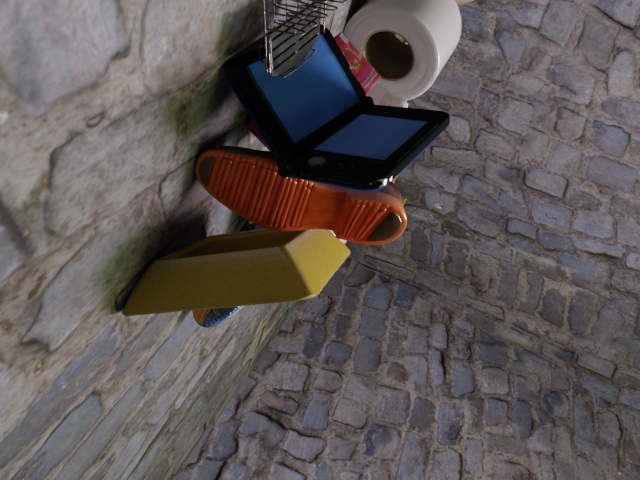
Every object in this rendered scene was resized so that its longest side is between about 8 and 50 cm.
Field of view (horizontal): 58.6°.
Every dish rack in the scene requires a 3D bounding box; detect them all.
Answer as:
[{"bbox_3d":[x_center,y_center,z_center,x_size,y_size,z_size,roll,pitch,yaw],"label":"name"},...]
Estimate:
[{"bbox_3d":[-0.016,-0.366,0.783,0.208,0.074,0.271,-53,155,-44],"label":"dish rack"}]

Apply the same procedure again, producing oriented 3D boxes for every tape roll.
[{"bbox_3d":[0.194,-0.482,1.362,0.169,0.246,0.246,-56,172,-35],"label":"tape roll"}]

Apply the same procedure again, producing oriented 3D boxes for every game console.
[{"bbox_3d":[0.041,-0.226,0.900,0.293,0.250,0.173,-44,137,-44],"label":"game console"}]

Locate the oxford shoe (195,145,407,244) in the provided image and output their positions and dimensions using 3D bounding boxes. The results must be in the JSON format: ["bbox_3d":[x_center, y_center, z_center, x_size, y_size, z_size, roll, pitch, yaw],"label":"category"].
[{"bbox_3d":[-0.031,-0.096,0.983,0.132,0.364,0.130,-90,-158,-45],"label":"oxford shoe"}]

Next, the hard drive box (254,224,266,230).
[{"bbox_3d":[-0.052,-0.082,1.350,0.232,0.089,0.181,-46,164,-43],"label":"hard drive box"}]

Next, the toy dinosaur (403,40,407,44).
[{"bbox_3d":[0.300,-0.721,1.737,0.313,0.160,0.121,-50,-161,5],"label":"toy dinosaur"}]

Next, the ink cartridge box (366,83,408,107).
[{"bbox_3d":[0.090,-0.322,1.356,0.092,0.218,0.158,-61,173,-1],"label":"ink cartridge box"}]

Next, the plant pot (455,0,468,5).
[{"bbox_3d":[0.336,-0.674,1.281,0.256,0.257,0.274,-63,-170,16],"label":"plant pot"}]

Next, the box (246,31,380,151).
[{"bbox_3d":[-0.008,-0.268,1.087,0.128,0.122,0.257,-30,-160,47],"label":"box"}]

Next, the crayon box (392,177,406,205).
[{"bbox_3d":[0.072,-0.143,1.545,0.081,0.319,0.202,-56,173,-38],"label":"crayon box"}]

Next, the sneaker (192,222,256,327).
[{"bbox_3d":[-0.203,0.101,1.390,0.296,0.112,0.131,-57,173,-30],"label":"sneaker"}]

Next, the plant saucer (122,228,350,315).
[{"bbox_3d":[-0.137,0.037,1.032,0.333,0.333,0.080,-42,124,-73],"label":"plant saucer"}]

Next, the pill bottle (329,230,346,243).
[{"bbox_3d":[0.000,0.000,2.199,0.188,0.188,0.334,-54,171,-47],"label":"pill bottle"}]

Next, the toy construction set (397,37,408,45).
[{"bbox_3d":[0.246,-0.563,1.939,0.215,0.151,0.327,-53,159,-53],"label":"toy construction set"}]
